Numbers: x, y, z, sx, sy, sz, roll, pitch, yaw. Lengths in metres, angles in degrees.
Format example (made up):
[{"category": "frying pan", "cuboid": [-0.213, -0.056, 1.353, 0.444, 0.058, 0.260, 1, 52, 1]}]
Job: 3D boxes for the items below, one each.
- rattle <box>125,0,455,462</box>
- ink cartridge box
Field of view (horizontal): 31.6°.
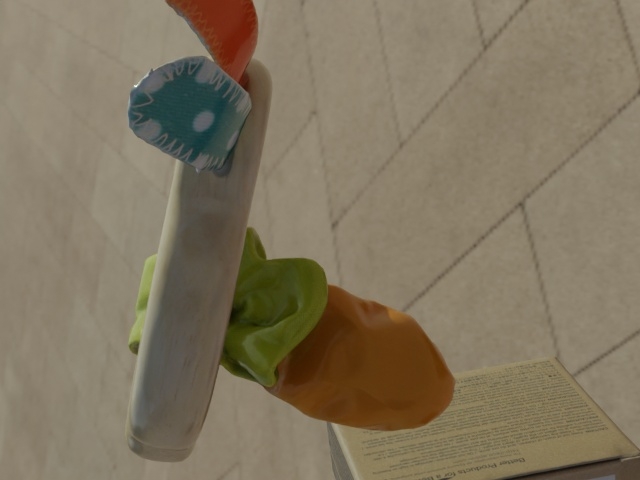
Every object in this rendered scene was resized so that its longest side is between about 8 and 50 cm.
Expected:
[{"category": "rattle", "cuboid": [0.000, 0.000, 0.389, 0.130, 0.143, 0.199, -62, -6, -49]}, {"category": "ink cartridge box", "cuboid": [0.136, 0.197, 1.001, 0.193, 0.235, 0.088, -117, 20, -66]}]
